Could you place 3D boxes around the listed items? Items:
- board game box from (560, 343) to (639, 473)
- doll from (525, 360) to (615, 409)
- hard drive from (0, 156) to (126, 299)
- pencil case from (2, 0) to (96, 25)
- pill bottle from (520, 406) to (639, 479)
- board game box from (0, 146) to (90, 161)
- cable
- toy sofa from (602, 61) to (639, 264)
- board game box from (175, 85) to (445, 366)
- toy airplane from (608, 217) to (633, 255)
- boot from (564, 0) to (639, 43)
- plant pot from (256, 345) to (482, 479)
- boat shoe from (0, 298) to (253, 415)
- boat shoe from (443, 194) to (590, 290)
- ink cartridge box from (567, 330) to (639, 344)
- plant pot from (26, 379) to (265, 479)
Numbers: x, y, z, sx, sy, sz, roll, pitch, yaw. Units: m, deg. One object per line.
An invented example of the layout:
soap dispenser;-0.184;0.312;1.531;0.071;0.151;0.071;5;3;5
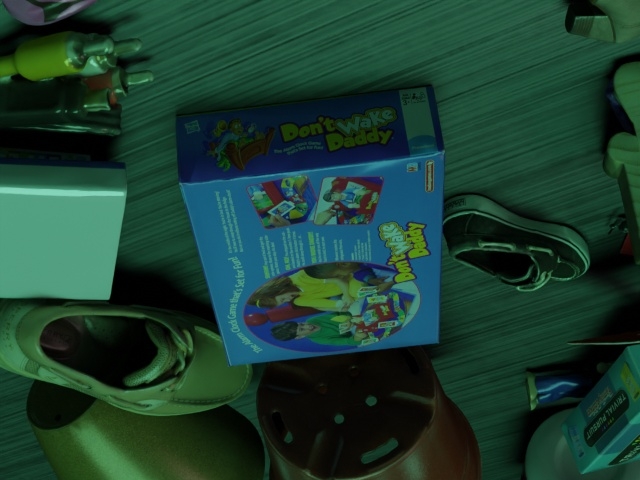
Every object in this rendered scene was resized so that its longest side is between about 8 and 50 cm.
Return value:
board game box;0.517;0.194;1.652;0.336;0.079;0.254;-11;152;-16
doll;0.376;0.190;1.709;0.189;0.046;0.129;-9;152;4
hard drive;-0.347;-0.009;1.155;0.318;0.040;0.210;2;150;-14
pencil case;-0.196;-0.231;0.807;0.098;0.095;0.209;-24;152;-3
pill bottle;0.395;0.390;1.927;0.181;0.181;0.323;-7;151;1
board game box;-0.281;-0.033;1.196;0.103;0.026;0.154;4;149;-17
cable;-0.278;-0.127;1.035;0.287;0.072;0.139;0;169;12
toy sofa;0.443;-0.099;1.144;0.362;0.177;0.150;-13;175;10
board game box;0.000;0.000;1.240;0.233;0.078;0.347;-6;147;0
toy airplane;0.386;-0.014;1.369;0.151;0.028;0.151;-5;149;-3
boot;0.247;-0.202;1.003;0.087;0.042;0.118;-8;152;-11
plant pot;0.048;0.229;1.481;0.272;0.272;0.265;-9;150;5
boat shoe;-0.193;0.131;1.361;0.341;0.121;0.110;14;175;-43
boat shoe;0.210;0.018;1.346;0.219;0.070;0.078;18;143;-36
ink cartridge box;0.507;0.043;1.387;0.308;0.091;0.385;-4;174;-45
plant pot;-0.233;0.243;1.525;0.237;0.237;0.254;-20;135;22
